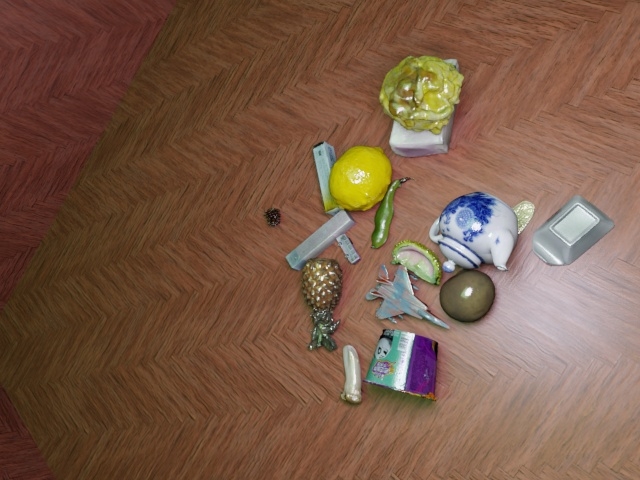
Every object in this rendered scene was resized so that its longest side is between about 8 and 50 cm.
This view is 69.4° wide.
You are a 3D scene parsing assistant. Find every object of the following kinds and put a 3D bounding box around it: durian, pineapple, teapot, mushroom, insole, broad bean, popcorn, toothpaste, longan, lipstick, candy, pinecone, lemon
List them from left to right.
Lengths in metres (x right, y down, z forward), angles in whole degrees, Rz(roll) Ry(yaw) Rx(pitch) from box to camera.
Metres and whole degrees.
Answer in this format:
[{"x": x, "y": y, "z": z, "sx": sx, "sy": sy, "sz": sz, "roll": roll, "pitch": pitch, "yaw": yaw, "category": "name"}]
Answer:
[{"x": -0.209, "y": -0.103, "z": 2.032, "sx": 0.077, "sy": 0.077, "sz": 0.083, "roll": -22, "pitch": 73, "yaw": 22, "category": "pinecone"}, {"x": 0.000, "y": 0.000, "z": 1.896, "sx": 0.317, "sy": 0.068, "sz": 0.066, "roll": -40, "pitch": 62, "yaw": 15, "category": "lipstick"}, {"x": 0.004, "y": 0.248, "z": 1.796, "sx": 0.175, "sy": 0.175, "sz": 0.360, "roll": 6, "pitch": 96, "yaw": 30, "category": "pineapple"}, {"x": 0.036, "y": -0.258, "z": 1.931, "sx": 0.071, "sy": 0.089, "sz": 0.312, "roll": -22, "pitch": 69, "yaw": 30, "category": "toothpaste"}, {"x": 0.114, "y": 0.496, "z": 1.716, "sx": 0.084, "sy": 0.071, "sz": 0.209, "roll": -28, "pitch": 58, "yaw": 55, "category": "mushroom"}, {"x": 0.154, "y": -0.242, "z": 1.783, "sx": 0.234, "sy": 0.233, "sz": 0.288, "roll": 35, "pitch": 86, "yaw": 30, "category": "lemon"}, {"x": 0.265, "y": -0.112, "z": 1.789, "sx": 0.098, "sy": 0.056, "sz": 0.317, "roll": 28, "pitch": 90, "yaw": 31, "category": "broad bean"}, {"x": 0.357, "y": 0.065, "z": 1.666, "sx": 0.221, "sy": 0.096, "sz": 0.137, "roll": 25, "pitch": 116, "yaw": 35, "category": "durian"}, {"x": 0.346, "y": -0.497, "z": 1.569, "sx": 0.293, "sy": 0.237, "sz": 0.292, "roll": -7, "pitch": 75, "yaw": 30, "category": "popcorn"}, {"x": 0.404, "y": -0.500, "z": 1.758, "sx": 0.208, "sy": 0.145, "sz": 0.358, "roll": 7, "pitch": 82, "yaw": 28, "category": "candy"}, {"x": 0.486, "y": 0.183, "z": 1.534, "sx": 0.189, "sy": 0.189, "sz": 0.189, "roll": -7, "pitch": 74, "yaw": 27, "category": "longan"}, {"x": 0.492, "y": -0.009, "z": 1.512, "sx": 0.280, "sy": 0.252, "sz": 0.424, "roll": -53, "pitch": 24, "yaw": 1, "category": "teapot"}, {"x": 0.642, "y": -0.031, "z": 1.589, "sx": 0.081, "sy": 0.011, "sz": 0.247, "roll": 37, "pitch": 97, "yaw": 30, "category": "insole"}]

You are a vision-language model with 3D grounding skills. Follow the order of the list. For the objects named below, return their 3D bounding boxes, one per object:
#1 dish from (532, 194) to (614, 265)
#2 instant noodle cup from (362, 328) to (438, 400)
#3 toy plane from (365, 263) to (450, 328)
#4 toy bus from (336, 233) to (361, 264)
[{"x": 0.791, "y": -0.027, "z": 1.477, "sx": 0.234, "sy": 0.064, "sz": 0.154, "roll": -46, "pitch": 62, "yaw": 12, "category": "dish"}, {"x": 0.282, "y": 0.411, "z": 1.553, "sx": 0.251, "sy": 0.251, "sz": 0.190, "roll": 6, "pitch": 72, "yaw": 30, "category": "instant noodle cup"}, {"x": 0.318, "y": 0.222, "z": 1.647, "sx": 0.327, "sy": 0.104, "sz": 0.222, "roll": 29, "pitch": 104, "yaw": 23, "category": "toy plane"}, {"x": 0.113, "y": 0.034, "z": 1.845, "sx": 0.052, "sy": 0.037, "sz": 0.130, "roll": -36, "pitch": 64, "yaw": 14, "category": "toy bus"}]
